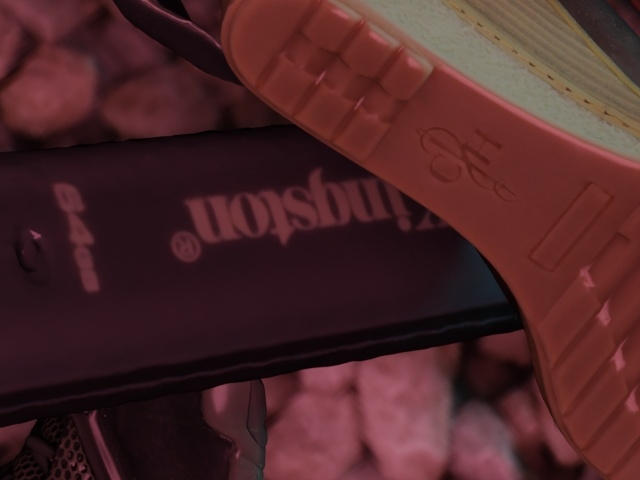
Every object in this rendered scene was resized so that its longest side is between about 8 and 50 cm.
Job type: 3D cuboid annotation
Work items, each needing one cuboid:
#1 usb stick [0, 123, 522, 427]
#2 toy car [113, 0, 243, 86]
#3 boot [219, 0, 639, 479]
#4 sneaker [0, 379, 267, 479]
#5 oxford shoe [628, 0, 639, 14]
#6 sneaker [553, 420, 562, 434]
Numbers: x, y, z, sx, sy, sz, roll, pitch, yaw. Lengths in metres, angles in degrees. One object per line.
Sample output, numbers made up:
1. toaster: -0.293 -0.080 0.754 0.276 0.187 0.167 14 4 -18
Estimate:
1. usb stick: 0.000 0.000 0.560 0.278 0.045 0.077 -8 80 -34
2. toy car: -0.076 -0.131 0.544 0.149 0.155 0.188 -34 112 1
3. boot: 0.082 -0.040 0.543 0.248 0.207 0.090 40 118 -12
4. sneaker: -0.086 0.080 0.607 0.130 0.087 0.227 3 105 -13
5. oxford shoe: 0.145 -0.130 0.537 0.140 0.146 0.397 -47 119 3
6. sneaker: 0.133 0.149 0.655 0.086 0.085 0.237 -5 106 21
